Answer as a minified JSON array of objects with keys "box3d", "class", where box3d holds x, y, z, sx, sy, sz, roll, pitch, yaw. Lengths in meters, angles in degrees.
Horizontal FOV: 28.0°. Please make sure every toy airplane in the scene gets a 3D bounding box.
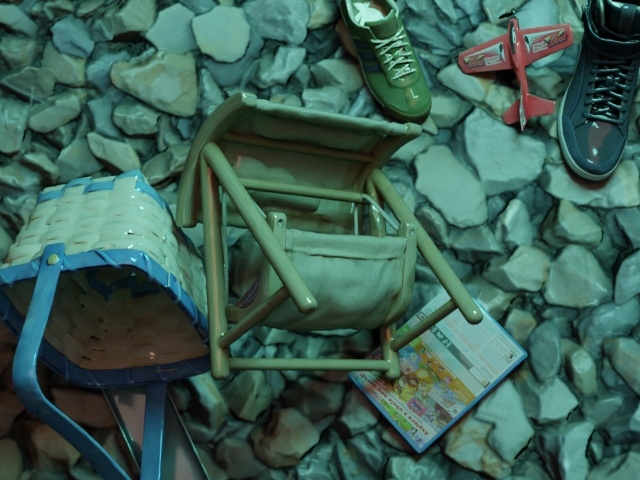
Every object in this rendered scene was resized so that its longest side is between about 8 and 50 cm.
[{"box3d":[0.237,-0.201,1.510,0.151,0.028,0.151,-4,84,35],"class":"toy airplane"}]

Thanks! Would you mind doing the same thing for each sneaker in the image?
[{"box3d":[0.329,-0.195,1.460,0.086,0.163,0.226,9,74,2],"class":"sneaker"},{"box3d":[0.074,-0.233,1.516,0.064,0.086,0.192,-24,74,-6],"class":"sneaker"}]

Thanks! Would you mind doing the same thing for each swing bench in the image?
[{"box3d":[0.000,0.000,1.339,0.253,0.165,0.255,6,57,-40],"class":"swing bench"}]

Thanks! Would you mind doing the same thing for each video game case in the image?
[{"box3d":[0.131,0.140,1.434,0.166,0.015,0.119,-40,77,-11],"class":"video game case"}]

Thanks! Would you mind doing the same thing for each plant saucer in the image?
[{"box3d":[-0.174,0.230,1.412,0.067,0.018,0.192,-26,74,-7],"class":"plant saucer"}]

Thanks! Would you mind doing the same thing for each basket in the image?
[{"box3d":[-0.219,0.097,1.325,0.201,0.255,0.289,-14,48,14],"class":"basket"}]
